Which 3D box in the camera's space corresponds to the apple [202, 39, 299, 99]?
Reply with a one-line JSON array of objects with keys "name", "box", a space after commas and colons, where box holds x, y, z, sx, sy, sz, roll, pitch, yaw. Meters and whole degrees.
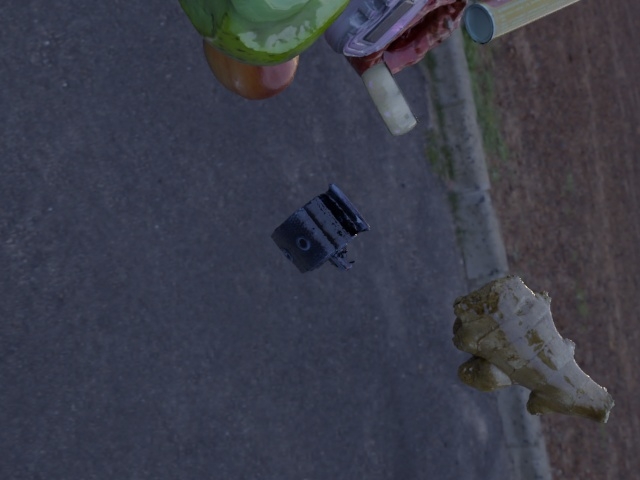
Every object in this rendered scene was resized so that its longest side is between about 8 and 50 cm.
[{"name": "apple", "box": [-0.126, -0.353, 1.445, 0.199, 0.199, 0.199, 25, 59, -53]}]

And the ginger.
[{"name": "ginger", "box": [0.412, 0.253, 1.625, 0.375, 0.236, 0.166, 56, -5, 7]}]

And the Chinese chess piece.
[{"name": "Chinese chess piece", "box": [0.112, -0.229, 1.308, 0.122, 0.051, 0.122, 57, 11, -18]}]

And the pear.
[{"name": "pear", "box": [-0.090, -0.318, 0.837, 0.282, 0.176, 0.286, 74, -11, -52]}]

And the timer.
[{"name": "timer", "box": [0.110, -0.417, 1.457, 0.069, 0.208, 0.191, 53, 26, 8]}]

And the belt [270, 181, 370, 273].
[{"name": "belt", "box": [0.000, -0.001, 1.337, 0.122, 0.218, 0.128, -39, 92, -11]}]

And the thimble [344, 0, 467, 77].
[{"name": "thimble", "box": [0.177, -0.579, 1.997, 0.230, 0.350, 0.350, 55, 30, 9]}]

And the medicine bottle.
[{"name": "medicine bottle", "box": [0.520, -0.563, 1.843, 0.426, 0.108, 0.108, -29, 108, -24]}]
